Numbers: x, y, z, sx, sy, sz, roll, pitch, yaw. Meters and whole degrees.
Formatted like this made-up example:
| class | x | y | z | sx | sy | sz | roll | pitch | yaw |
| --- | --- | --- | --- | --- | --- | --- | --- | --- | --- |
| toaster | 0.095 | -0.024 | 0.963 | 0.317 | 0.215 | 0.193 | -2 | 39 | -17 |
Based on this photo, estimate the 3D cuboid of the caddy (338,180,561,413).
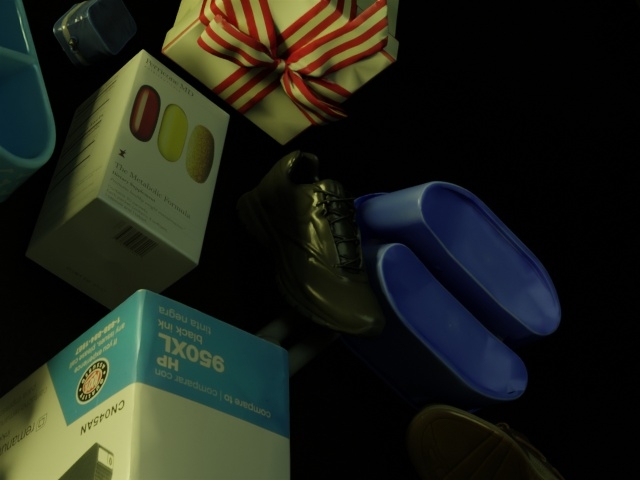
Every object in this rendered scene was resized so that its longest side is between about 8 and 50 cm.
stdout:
| class | x | y | z | sx | sy | sz | roll | pitch | yaw |
| --- | --- | --- | --- | --- | --- | --- | --- | --- | --- |
| caddy | 0.149 | 0.081 | 1.668 | 0.341 | 0.179 | 0.241 | 44 | 60 | -16 |

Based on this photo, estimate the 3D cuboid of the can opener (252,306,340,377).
| class | x | y | z | sx | sy | sz | roll | pitch | yaw |
| --- | --- | --- | --- | --- | --- | --- | --- | --- | --- |
| can opener | -0.047 | 0.130 | 1.468 | 0.074 | 0.093 | 0.280 | 56 | 30 | 1 |

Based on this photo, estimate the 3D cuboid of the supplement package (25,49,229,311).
| class | x | y | z | sx | sy | sz | roll | pitch | yaw |
| --- | --- | --- | --- | --- | --- | --- | --- | --- | --- |
| supplement package | -0.207 | -0.066 | 1.388 | 0.139 | 0.134 | 0.244 | 36 | 39 | -27 |

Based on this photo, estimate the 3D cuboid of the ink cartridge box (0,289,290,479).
| class | x | y | z | sx | sy | sz | roll | pitch | yaw |
| --- | --- | --- | --- | --- | --- | --- | --- | --- | --- |
| ink cartridge box | -0.170 | 0.285 | 1.010 | 0.166 | 0.285 | 0.395 | 28 | 43 | -33 |

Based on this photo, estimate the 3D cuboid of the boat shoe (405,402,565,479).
| class | x | y | z | sx | sy | sz | roll | pitch | yaw |
| --- | --- | --- | --- | --- | --- | --- | --- | --- | --- |
| boat shoe | 0.236 | 0.306 | 1.660 | 0.342 | 0.123 | 0.123 | 32 | 11 | -22 |

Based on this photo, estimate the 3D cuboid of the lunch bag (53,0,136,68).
| class | x | y | z | sx | sy | sz | roll | pitch | yaw |
| --- | --- | --- | --- | --- | --- | --- | --- | --- | --- |
| lunch bag | -0.276 | -0.252 | 1.520 | 0.067 | 0.065 | 0.098 | 60 | 30 | -22 |

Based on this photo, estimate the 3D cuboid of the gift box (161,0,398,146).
| class | x | y | z | sx | sy | sz | roll | pitch | yaw |
| --- | --- | --- | --- | --- | --- | --- | --- | --- | --- |
| gift box | -0.041 | -0.317 | 1.683 | 0.255 | 0.276 | 0.258 | 32 | 42 | -22 |

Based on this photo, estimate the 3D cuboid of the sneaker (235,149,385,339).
| class | x | y | z | sx | sy | sz | roll | pitch | yaw |
| --- | --- | --- | --- | --- | --- | --- | --- | --- | --- |
| sneaker | 0.000 | 0.000 | 1.528 | 0.109 | 0.130 | 0.286 | 11 | 34 | -48 |

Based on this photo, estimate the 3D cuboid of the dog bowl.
| class | x | y | z | sx | sy | sz | roll | pitch | yaw |
| --- | --- | --- | --- | --- | --- | --- | --- | --- | --- |
| dog bowl | -0.362 | -0.185 | 1.307 | 0.166 | 0.074 | 0.297 | 10 | 60 | -63 |
